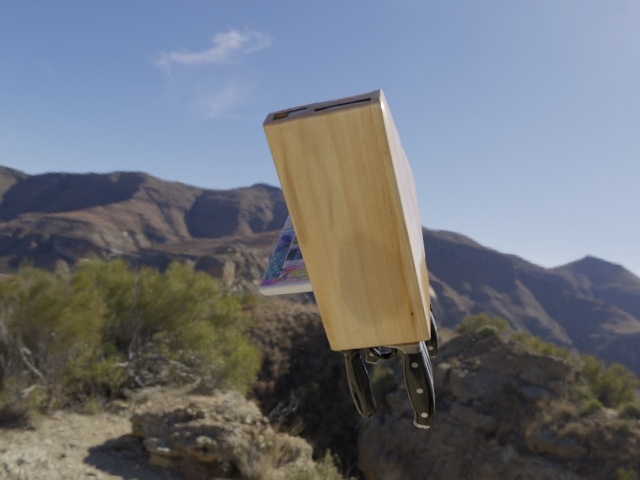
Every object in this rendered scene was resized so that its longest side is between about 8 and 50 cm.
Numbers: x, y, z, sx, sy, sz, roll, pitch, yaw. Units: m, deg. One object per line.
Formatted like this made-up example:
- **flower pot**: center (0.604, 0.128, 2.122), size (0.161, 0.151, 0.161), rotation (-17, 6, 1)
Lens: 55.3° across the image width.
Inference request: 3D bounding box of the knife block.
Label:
- **knife block**: center (0.044, 0.040, 0.521), size (0.088, 0.242, 0.276), rotation (-10, -17, 13)

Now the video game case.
- **video game case**: center (0.000, 0.000, 0.770), size (0.157, 0.143, 0.019), rotation (-10, -40, 44)
